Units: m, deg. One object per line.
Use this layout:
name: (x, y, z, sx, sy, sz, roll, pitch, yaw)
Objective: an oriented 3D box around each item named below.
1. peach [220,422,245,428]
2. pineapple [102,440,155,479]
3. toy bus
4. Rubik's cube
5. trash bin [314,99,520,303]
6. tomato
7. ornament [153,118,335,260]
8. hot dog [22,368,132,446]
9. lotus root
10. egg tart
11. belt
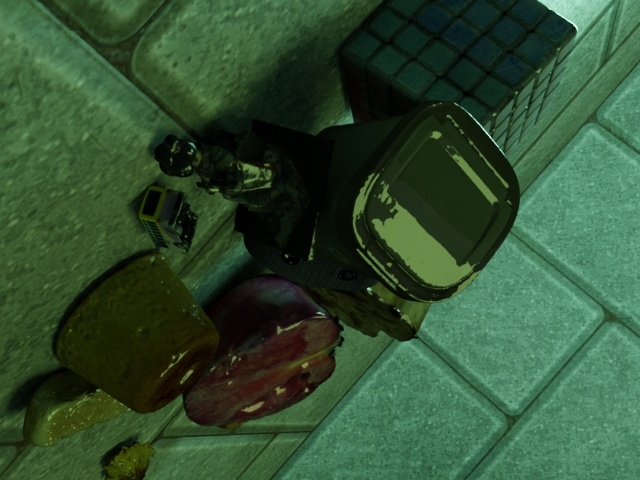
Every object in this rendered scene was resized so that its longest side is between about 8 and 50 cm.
peach: (-0.190, 0.342, 1.921, 0.101, 0.101, 0.101, -44, 163, -17)
pineapple: (-0.364, 0.430, 1.719, 0.114, 0.077, 0.114, -43, 165, 34)
toy bus: (-0.188, -0.024, 1.142, 0.102, 0.058, 0.052, 86, 19, -69)
Rubik's cube: (0.195, -0.236, 1.338, 0.237, 0.237, 0.238, -48, 163, -13)
trash bin: (0.085, -0.056, 1.220, 0.219, 0.220, 0.250, -52, -151, -16)
tomato: (-0.123, 0.172, 1.581, 0.289, 0.176, 0.335, -22, 152, -14)
ornament: (-0.118, -0.073, 1.108, 0.196, 0.166, 0.153, 4, 102, -44)
hot dog: (-0.327, 0.214, 1.303, 0.242, 0.073, 0.084, -16, 140, -57)
lotus root: (0.098, 0.042, 1.660, 0.250, 0.316, 0.316, -51, 166, -23)
egg tart: (-0.233, 0.135, 1.236, 0.202, 0.147, 0.202, -45, 166, -14)
belt: (0.000, 0.000, 1.427, 0.126, 0.230, 0.140, 115, -15, -44)
